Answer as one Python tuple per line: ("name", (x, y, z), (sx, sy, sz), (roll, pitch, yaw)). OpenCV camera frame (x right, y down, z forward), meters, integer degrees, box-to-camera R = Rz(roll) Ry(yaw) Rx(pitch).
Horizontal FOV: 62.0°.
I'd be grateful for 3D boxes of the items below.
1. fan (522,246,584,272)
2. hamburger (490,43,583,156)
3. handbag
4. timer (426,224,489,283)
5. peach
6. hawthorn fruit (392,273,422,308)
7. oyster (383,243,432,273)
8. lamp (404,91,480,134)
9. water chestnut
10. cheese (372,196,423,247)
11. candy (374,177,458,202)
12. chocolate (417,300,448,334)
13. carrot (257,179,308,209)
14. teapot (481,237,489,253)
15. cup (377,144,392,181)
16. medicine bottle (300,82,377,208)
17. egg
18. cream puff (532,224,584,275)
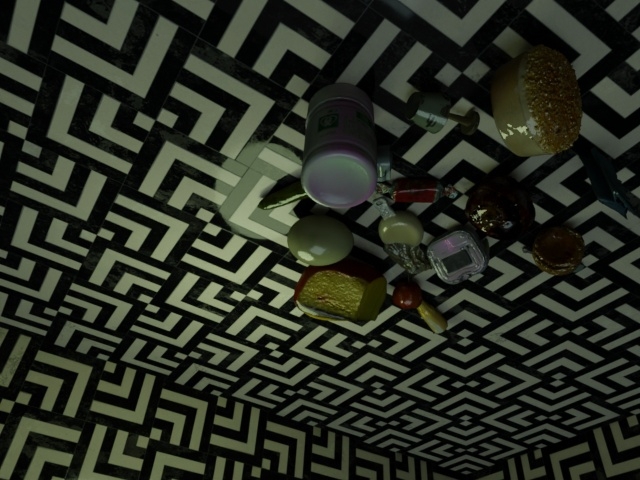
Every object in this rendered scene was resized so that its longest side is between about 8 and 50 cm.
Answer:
("fan", (0.896, 0.075, 2.061), (0.281, 0.023, 0.057), (16, 145, -14))
("hamburger", (0.576, -0.363, 1.404), (0.170, 0.302, 0.302), (-11, 139, 42))
("handbag", (0.885, -0.177, 1.632), (0.144, 0.221, 0.057), (28, 131, -23))
("timer", (0.504, 0.055, 1.969), (0.208, 0.069, 0.191), (-32, 88, 32))
("peach", (0.072, 0.186, 2.059), (0.306, 0.243, 0.380), (15, -177, 30))
("hawthorn fruit", (0.361, 0.223, 2.193), (0.125, 0.125, 0.140), (6, 140, -2))
("oyster", (0.330, 0.066, 2.058), (0.132, 0.072, 0.209), (-24, 129, 24))
("lamp", (0.356, -0.364, 1.542), (0.214, 0.121, 0.121), (12, 138, -22))
("water chestnut", (0.598, -0.115, 1.759), (0.223, 0.238, 0.224), (38, 157, 20))
("cheese", (0.283, -0.070, 1.909), (0.163, 0.071, 0.249), (-6, 136, 11))
("candy", (0.323, -0.169, 1.804), (0.291, 0.059, 0.086), (2, 139, 4))
("chocolate", (0.478, 0.320, 2.332), (0.085, 0.086, 0.219), (-22, 128, 26))
("carrot", (-0.070, -0.171, 1.828), (0.358, 0.074, 0.074), (-16, 135, 25))
("teapot", (0.580, 0.055, 2.010), (0.091, 0.091, 0.124), (1, 139, 1))
("cup", (0.166, -0.235, 1.692), (0.129, 0.128, 0.095), (-2, 140, 10))
("medicine bottle", (0.056, -0.271, 1.511), (0.211, 0.326, 0.212), (2, 137, 2))
("egg", (0.000, 0.000, 1.921), (0.241, 0.186, 0.186), (7, 138, -7))
("cream puff", (0.872, 0.048, 1.948), (0.183, 0.184, 0.169), (-15, 155, 20))
